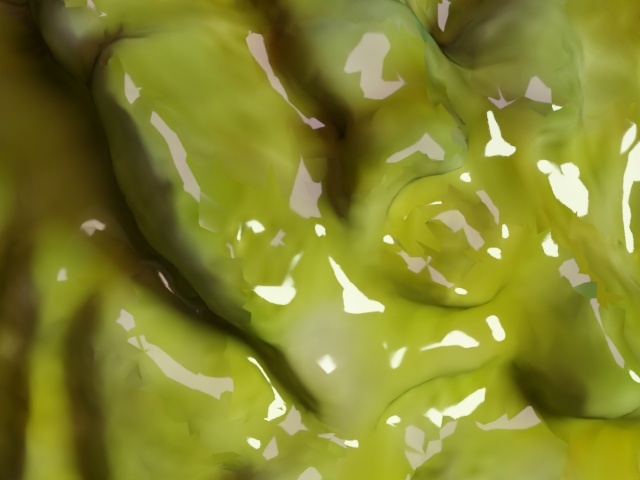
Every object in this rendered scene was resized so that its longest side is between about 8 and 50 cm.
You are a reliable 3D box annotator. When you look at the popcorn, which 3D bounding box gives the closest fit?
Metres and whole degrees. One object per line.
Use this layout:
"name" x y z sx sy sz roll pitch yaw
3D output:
"popcorn" 0.000 0.000 0.498 0.259 0.212 0.259 8 62 -15
